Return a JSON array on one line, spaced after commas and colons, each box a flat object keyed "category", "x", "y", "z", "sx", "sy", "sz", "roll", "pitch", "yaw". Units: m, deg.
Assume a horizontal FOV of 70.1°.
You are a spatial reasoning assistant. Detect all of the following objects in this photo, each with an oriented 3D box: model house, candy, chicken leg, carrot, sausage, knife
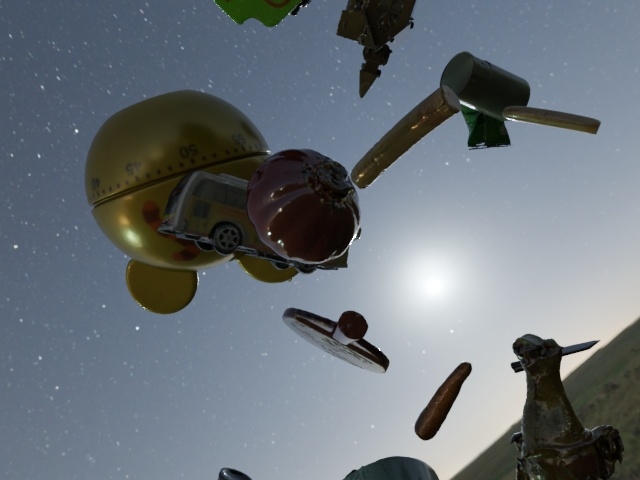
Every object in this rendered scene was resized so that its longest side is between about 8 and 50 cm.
[{"category": "model house", "x": 0.120, "y": -0.481, "z": 1.125, "sx": 0.181, "sy": 0.176, "sz": 0.247, "roll": -59, "pitch": -12, "yaw": -76}, {"category": "candy", "x": 0.520, "y": -0.379, "z": 1.446, "sx": 0.142, "sy": 0.203, "sz": 0.078, "roll": -8, "pitch": -22, "yaw": 6}, {"category": "chicken leg", "x": 0.521, "y": 0.395, "z": 0.974, "sx": 0.140, "sy": 0.212, "sz": 0.360, "roll": -12, "pitch": -78, "yaw": -63}, {"category": "carrot", "x": 0.238, "y": 0.305, "z": 0.872, "sx": 0.047, "sy": 0.047, "sz": 0.191, "roll": 5, "pitch": -63, "yaw": -51}, {"category": "sausage", "x": 0.330, "y": -0.176, "z": 0.658, "sx": 0.024, "sy": 0.133, "sz": 0.024, "roll": -34, "pitch": -45, "yaw": -41}, {"category": "sausage", "x": 0.158, "y": -0.197, "z": 0.925, "sx": 0.066, "sy": 0.065, "sz": 0.301, "roll": -12, "pitch": -17, "yaw": -40}, {"category": "knife", "x": 0.607, "y": 0.294, "z": 1.185, "sx": 0.231, "sy": 0.028, "sz": 0.060, "roll": -32, "pitch": -4, "yaw": 36}]

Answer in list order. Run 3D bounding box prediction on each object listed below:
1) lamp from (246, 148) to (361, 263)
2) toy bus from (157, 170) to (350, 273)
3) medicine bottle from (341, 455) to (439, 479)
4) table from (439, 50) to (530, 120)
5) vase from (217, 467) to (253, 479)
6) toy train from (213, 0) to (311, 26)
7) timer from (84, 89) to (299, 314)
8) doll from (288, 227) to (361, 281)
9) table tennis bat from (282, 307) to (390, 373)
[{"category": "lamp", "x": -0.012, "y": -0.029, "z": 0.377, "sx": 0.101, "sy": 0.101, "sz": 0.090, "roll": -11, "pitch": -21, "yaw": -40}, {"category": "toy bus", "x": -0.080, "y": -0.018, "z": 0.641, "sx": 0.268, "sy": 0.092, "sz": 0.105, "roll": 16, "pitch": -98, "yaw": -31}, {"category": "medicine bottle", "x": 0.160, "y": 0.600, "z": 0.839, "sx": 0.245, "sy": 0.290, "sz": 0.244, "roll": -4, "pitch": -65, "yaw": -8}, {"category": "table", "x": 0.456, "y": -0.422, "z": 1.264, "sx": 0.220, "sy": 0.126, "sz": 0.126, "roll": 10, "pitch": -55, "yaw": -27}, {"category": "vase", "x": -0.209, "y": 0.575, "z": 0.883, "sx": 0.237, "sy": 0.116, "sz": 0.115, "roll": -65, "pitch": -30, "yaw": -9}, {"category": "toy train", "x": -0.054, "y": -0.418, "z": 0.526, "sx": 0.307, "sy": 0.173, "sz": 0.249, "roll": -30, "pitch": -60, "yaw": 36}, {"category": "timer", "x": -0.240, "y": -0.068, "z": 0.863, "sx": 0.377, "sy": 0.386, "sz": 0.376, "roll": -19, "pitch": 10, "yaw": 3}, {"category": "doll", "x": 0.000, "y": 0.000, "z": 1.161, "sx": 0.293, "sy": 0.138, "sz": 0.119, "roll": -40, "pitch": -28, "yaw": -31}, {"category": "table tennis bat", "x": 0.039, "y": 0.212, "z": 0.997, "sx": 0.051, "sy": 0.268, "sz": 0.414, "roll": -61, "pitch": -4, "yaw": -19}]
